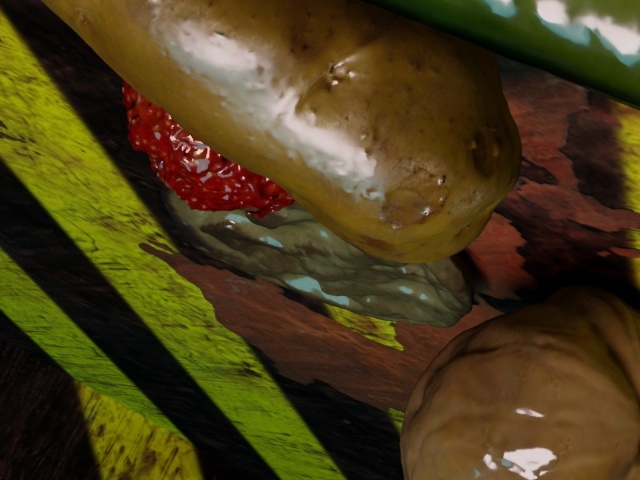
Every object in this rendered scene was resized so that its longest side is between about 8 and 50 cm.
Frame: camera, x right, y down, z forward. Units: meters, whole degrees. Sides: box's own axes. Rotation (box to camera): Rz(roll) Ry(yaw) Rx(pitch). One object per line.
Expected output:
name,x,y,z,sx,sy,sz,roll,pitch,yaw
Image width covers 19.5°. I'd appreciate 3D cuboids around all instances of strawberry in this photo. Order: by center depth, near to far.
strawberry,-0.095,-0.080,1.377,0.174,0.098,0.228,34,162,-26

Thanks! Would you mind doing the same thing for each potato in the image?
potato,-0.042,-0.132,1.021,0.369,0.195,0.176,36,134,-7

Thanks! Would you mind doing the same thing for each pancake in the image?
pancake,0.000,0.000,1.595,0.294,0.049,0.294,20,163,7

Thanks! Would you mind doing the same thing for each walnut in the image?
walnut,0.206,0.176,1.457,0.296,0.285,0.285,7,170,-16

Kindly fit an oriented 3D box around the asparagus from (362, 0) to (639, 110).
asparagus,0.060,-0.152,0.883,0.382,0.108,0.128,23,167,17
